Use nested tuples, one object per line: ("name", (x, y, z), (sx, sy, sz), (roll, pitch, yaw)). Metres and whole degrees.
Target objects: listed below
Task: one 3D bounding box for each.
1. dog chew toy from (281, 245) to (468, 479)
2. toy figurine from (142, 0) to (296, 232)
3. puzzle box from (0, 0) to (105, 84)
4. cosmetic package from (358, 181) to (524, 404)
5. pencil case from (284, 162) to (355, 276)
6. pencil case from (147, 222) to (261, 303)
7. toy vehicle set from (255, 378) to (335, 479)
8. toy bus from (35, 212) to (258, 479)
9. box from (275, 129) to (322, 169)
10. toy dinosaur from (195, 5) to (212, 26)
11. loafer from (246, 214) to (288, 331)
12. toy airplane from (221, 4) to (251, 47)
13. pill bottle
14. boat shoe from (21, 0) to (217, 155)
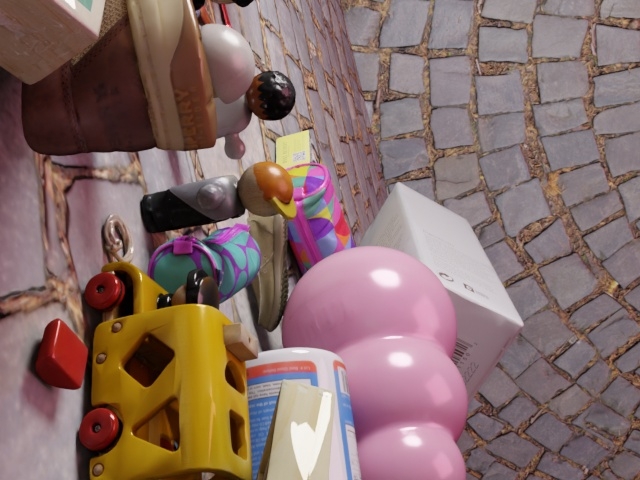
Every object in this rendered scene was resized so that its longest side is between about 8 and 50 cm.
("dog chew toy", (0.068, 0.167, 0.890), (0.206, 0.207, 0.331), (65, 11, -48))
("toy figurine", (-0.099, -0.128, 0.694), (0.213, 0.148, 0.209), (-92, 165, -45))
("puzzle box", (-0.207, -0.301, 0.393), (0.272, 0.052, 0.408), (39, 36, -42))
("cosmetic package", (0.153, 0.094, 1.290), (0.230, 0.162, 0.453), (-60, -170, 18))
("pencil case", (0.000, 0.000, 1.184), (0.104, 0.105, 0.236), (-88, 160, -53))
("pencil case", (-0.101, 0.023, 0.732), (0.152, 0.065, 0.070), (-29, 132, -79))
("toy vehicle set", (-0.041, 0.243, 0.521), (0.166, 0.035, 0.266), (-83, -174, -53))
("toy bus", (-0.099, 0.086, 0.569), (0.191, 0.105, 0.202), (-71, 147, -70))
("box", (-0.010, -0.060, 1.295), (0.087, 0.058, 0.232), (-92, 165, -46))
("toy dinosaur", (-0.141, -0.263, 0.862), (0.047, 0.090, 0.082), (-113, -148, -47))
("loafer", (-0.065, 0.034, 0.948), (0.056, 0.050, 0.147), (-5, 98, -82))
("toy airplane", (-0.117, -0.271, 1.077), (0.151, 0.028, 0.151), (-14, 90, -79))
("pill bottle", (-0.024, 0.222, 0.741), (0.124, 0.124, 0.221), (56, 24, -62))
("boat shoe", (-0.159, -0.172, 0.521), (0.123, 0.123, 0.342), (86, -14, -51))
